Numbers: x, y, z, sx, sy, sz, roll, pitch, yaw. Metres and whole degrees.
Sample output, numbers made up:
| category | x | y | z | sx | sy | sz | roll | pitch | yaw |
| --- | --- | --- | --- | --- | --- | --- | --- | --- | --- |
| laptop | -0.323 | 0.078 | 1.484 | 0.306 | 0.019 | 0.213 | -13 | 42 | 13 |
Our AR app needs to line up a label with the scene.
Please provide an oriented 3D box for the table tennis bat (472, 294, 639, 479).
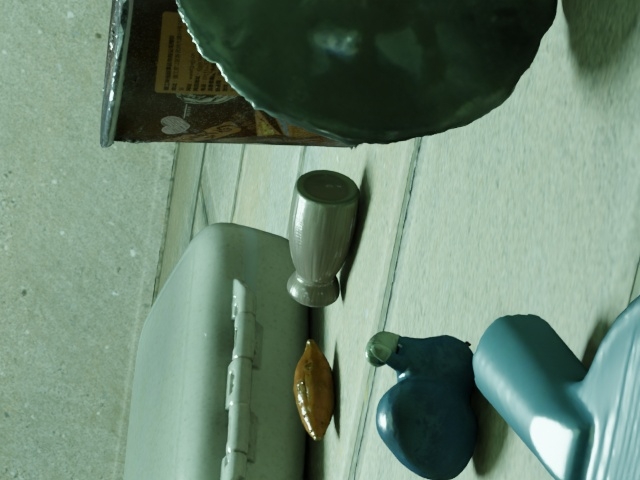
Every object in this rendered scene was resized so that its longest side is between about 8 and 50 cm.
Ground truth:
| category | x | y | z | sx | sy | sz | roll | pitch | yaw |
| --- | --- | --- | --- | --- | --- | --- | --- | --- | --- |
| table tennis bat | 0.118 | 0.106 | 0.621 | 0.329 | 0.044 | 0.215 | -118 | 35 | -69 |

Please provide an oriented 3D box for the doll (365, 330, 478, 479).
| category | x | y | z | sx | sy | sz | roll | pitch | yaw |
| --- | --- | --- | --- | --- | --- | --- | --- | --- | --- |
| doll | 0.056 | 0.088 | 0.917 | 0.050 | 0.076 | 0.083 | -28 | 40 | 35 |

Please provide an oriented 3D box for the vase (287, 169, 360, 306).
| category | x | y | z | sx | sy | sz | roll | pitch | yaw |
| --- | --- | --- | --- | --- | --- | --- | --- | --- | --- |
| vase | 0.000 | 0.000 | 1.322 | 0.053 | 0.053 | 0.101 | -98 | 13 | -55 |

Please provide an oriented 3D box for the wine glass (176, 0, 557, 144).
| category | x | y | z | sx | sy | sz | roll | pitch | yaw |
| --- | --- | --- | --- | --- | --- | --- | --- | --- | --- |
| wine glass | 0.051 | -0.223 | 0.681 | 0.406 | 0.267 | 0.267 | 106 | 168 | -65 |

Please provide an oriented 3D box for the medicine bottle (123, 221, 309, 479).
| category | x | y | z | sx | sy | sz | roll | pitch | yaw |
| --- | --- | --- | --- | --- | --- | --- | --- | --- | --- |
| medicine bottle | -0.097 | 0.186 | 1.484 | 0.282 | 0.123 | 0.375 | 127 | 150 | -52 |

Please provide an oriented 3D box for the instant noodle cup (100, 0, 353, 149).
| category | x | y | z | sx | sy | sz | roll | pitch | yaw |
| --- | --- | --- | --- | --- | --- | --- | --- | --- | --- |
| instant noodle cup | -0.062 | -0.168 | 1.337 | 0.217 | 0.207 | 0.217 | -174 | 90 | -81 |

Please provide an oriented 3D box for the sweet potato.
| category | x | y | z | sx | sy | sz | roll | pitch | yaw |
| --- | --- | --- | --- | --- | --- | --- | --- | --- | --- |
| sweet potato | -0.005 | 0.119 | 1.322 | 0.034 | 0.034 | 0.095 | 108 | 166 | -48 |
